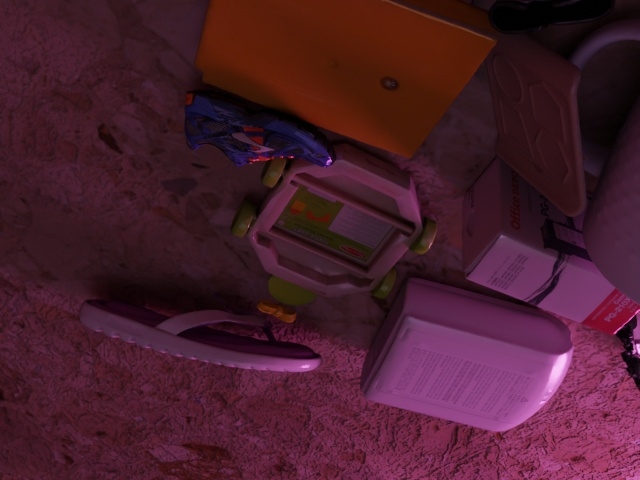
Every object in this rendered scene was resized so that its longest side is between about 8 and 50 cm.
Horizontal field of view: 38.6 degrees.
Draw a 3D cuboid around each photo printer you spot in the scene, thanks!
[{"bbox_3d":[0.247,0.199,1.520,0.308,0.107,0.256,15,134,-6],"label":"photo printer"}]

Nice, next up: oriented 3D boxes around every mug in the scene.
[{"bbox_3d":[0.456,-0.124,1.097,0.374,0.276,0.328,31,134,23],"label":"mug"}]

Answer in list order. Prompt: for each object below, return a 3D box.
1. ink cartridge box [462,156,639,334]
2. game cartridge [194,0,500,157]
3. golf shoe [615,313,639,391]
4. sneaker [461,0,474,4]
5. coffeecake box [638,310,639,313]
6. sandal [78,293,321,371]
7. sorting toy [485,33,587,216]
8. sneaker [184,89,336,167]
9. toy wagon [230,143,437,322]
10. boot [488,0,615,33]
[{"bbox_3d":[0.325,0.005,1.276,0.237,0.172,0.100,21,133,-11],"label":"ink cartridge box"},{"bbox_3d":[0.017,-0.236,1.125,0.324,0.052,0.285,21,153,-7],"label":"game cartridge"},{"bbox_3d":[0.527,0.157,1.470,0.094,0.077,0.198,-22,132,9],"label":"golf shoe"},{"bbox_3d":[0.157,-0.352,1.025,0.080,0.081,0.211,-4,133,13],"label":"sneaker"},{"bbox_3d":[0.537,0.064,1.325,0.142,0.068,0.185,22,157,-13],"label":"coffeecake box"},{"bbox_3d":[-0.198,0.139,1.533,0.416,0.169,0.102,12,94,-2],"label":"sandal"},{"bbox_3d":[0.270,-0.157,1.137,0.038,0.193,0.208,-24,131,-11],"label":"sorting toy"},{"bbox_3d":[-0.085,-0.139,1.253,0.221,0.083,0.087,18,107,5],"label":"sneaker"},{"bbox_3d":[0.000,0.000,1.399,0.267,0.068,0.344,24,133,-13],"label":"toy wagon"},{"bbox_3d":[0.309,-0.291,1.003,0.247,0.161,0.083,-10,131,18],"label":"boot"}]
